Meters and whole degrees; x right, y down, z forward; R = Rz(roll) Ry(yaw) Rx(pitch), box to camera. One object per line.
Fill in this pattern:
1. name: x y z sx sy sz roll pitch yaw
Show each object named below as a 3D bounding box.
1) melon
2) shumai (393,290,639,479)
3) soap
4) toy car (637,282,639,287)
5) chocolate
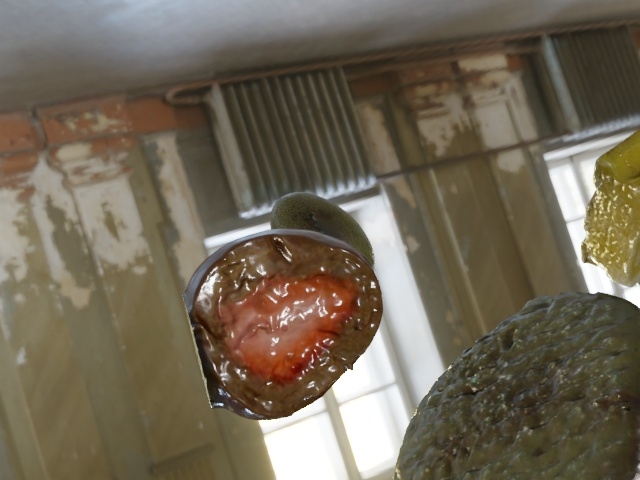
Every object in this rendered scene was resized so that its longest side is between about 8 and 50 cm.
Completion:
1. melon: 0.000 0.000 1.107 0.099 0.162 0.099 -33 151 -21
2. shumai: 0.289 0.284 0.992 0.324 0.323 0.398 -21 -148 41
3. soap: 0.495 -0.088 1.224 0.315 0.199 0.091 -32 -132 -28
4. toy car: 0.652 0.105 1.566 0.056 0.204 0.095 -55 176 -14
5. chocolate: -0.023 0.053 0.606 0.133 0.124 0.127 -10 -143 -10
